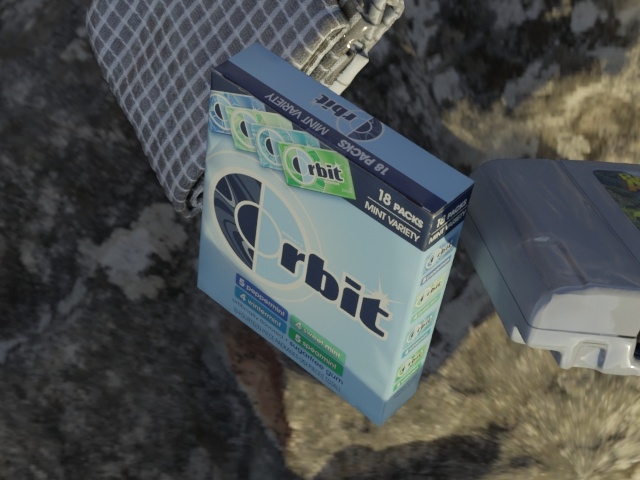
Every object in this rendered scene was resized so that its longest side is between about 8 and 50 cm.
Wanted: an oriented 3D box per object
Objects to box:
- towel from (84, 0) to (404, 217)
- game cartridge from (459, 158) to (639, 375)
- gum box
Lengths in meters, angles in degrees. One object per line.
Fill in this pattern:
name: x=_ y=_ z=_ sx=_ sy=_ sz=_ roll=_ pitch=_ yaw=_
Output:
towel: x=-0.082 y=-0.191 z=1.132 sx=0.284 sy=0.121 sz=0.235 roll=-47 pitch=62 yaw=36
game cartridge: x=0.233 y=0.016 z=0.719 sx=0.294 sy=0.196 sz=0.060 roll=6 pitch=110 yaw=-10
gum box: x=0.000 y=0.000 z=0.742 sx=0.157 sy=0.184 sz=0.041 roll=35 pitch=52 yaw=23
